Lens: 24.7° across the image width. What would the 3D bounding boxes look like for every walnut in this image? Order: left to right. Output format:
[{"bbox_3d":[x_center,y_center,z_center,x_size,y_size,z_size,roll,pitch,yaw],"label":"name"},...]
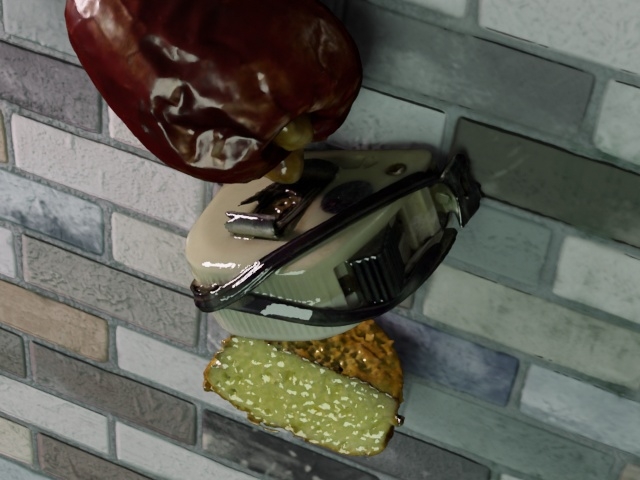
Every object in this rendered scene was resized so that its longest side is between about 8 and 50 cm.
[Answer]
[{"bbox_3d":[-0.105,-0.176,1.423,0.269,0.222,0.244,45,171,7],"label":"walnut"}]

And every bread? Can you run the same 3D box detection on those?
[{"bbox_3d":[-0.004,0.141,1.678,0.229,0.139,0.143,24,137,-1],"label":"bread"}]

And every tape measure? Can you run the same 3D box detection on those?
[{"bbox_3d":[0.000,0.000,1.483,0.271,0.231,0.133,2,129,29],"label":"tape measure"}]
